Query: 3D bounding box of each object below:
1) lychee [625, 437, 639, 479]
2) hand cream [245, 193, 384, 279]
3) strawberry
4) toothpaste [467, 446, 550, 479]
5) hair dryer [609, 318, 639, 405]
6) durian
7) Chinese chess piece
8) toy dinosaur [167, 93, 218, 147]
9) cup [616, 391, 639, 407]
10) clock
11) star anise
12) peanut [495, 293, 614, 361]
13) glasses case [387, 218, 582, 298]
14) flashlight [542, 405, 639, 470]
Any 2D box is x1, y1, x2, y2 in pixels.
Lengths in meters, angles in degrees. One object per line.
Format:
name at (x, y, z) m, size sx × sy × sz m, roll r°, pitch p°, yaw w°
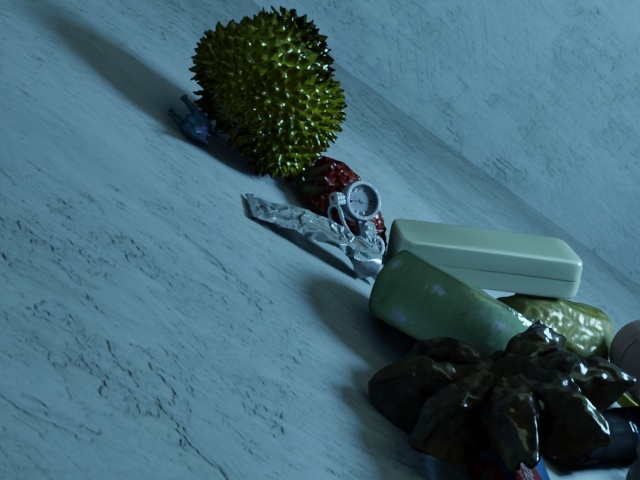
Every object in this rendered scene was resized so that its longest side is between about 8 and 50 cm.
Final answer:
lychee at (0.574, 0.357, 1.454) m, size 0.380 × 0.380 × 0.432 m, roll 32°, pitch 35°, yaw -27°
hand cream at (0.002, -0.003, 1.711) m, size 0.257 × 0.050 × 0.084 m, roll 29°, pitch 21°, yaw -25°
strawberry at (0.043, -0.078, 1.943) m, size 0.208 × 0.087 × 0.167 m, roll 29°, pitch 17°, yaw -38°
toothpaste at (0.224, 0.271, 1.404) m, size 0.076 × 0.066 × 0.320 m, roll 35°, pitch 15°, yaw -13°
hair dryer at (0.666, 0.248, 1.901) m, size 0.352 × 0.125 × 0.210 m, roll 17°, pitch 11°, yaw -3°
durian at (-0.071, -0.229, 1.830) m, size 0.258 × 0.258 × 0.293 m, roll 52°, pitch -6°, yaw 40°
Chinese chess piece at (0.189, 0.107, 1.606) m, size 0.250 × 0.101 × 0.250 m, roll 28°, pitch 1°, yaw 0°
toy dinosaur at (-0.190, -0.177, 1.748) m, size 0.080 × 0.045 × 0.197 m, roll 44°, pitch 4°, yaw -16°
cup at (0.629, 0.315, 2.073) m, size 0.241 × 0.185 × 0.226 m, roll 20°, pitch 23°, yaw -7°
clock at (0.060, -0.029, 1.844) m, size 0.087 × 0.041 × 0.129 m, roll -11°, pitch 88°, yaw -31°
star anise at (0.213, 0.177, 1.367) m, size 0.315 × 0.108 × 0.315 m, roll -5°, pitch 26°, yaw 3°
peanut at (0.413, 0.169, 2.007) m, size 0.291 × 0.143 × 0.159 m, roll 19°, pitch 21°, yaw -46°
glasses case at (0.273, 0.030, 1.946) m, size 0.313 × 0.070 × 0.131 m, roll 7°, pitch 18°, yaw -9°
flashlight at (0.449, 0.308, 1.803) m, size 0.103 × 0.103 × 0.424 m, roll 47°, pitch 19°, yaw 27°
